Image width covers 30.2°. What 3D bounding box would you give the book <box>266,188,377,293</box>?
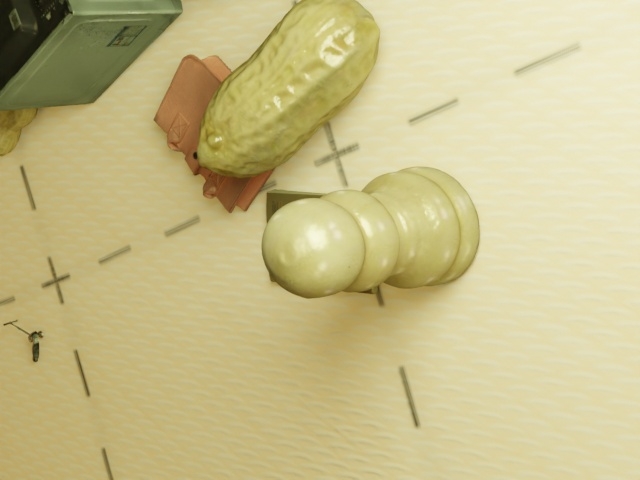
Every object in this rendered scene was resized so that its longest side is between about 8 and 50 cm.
[{"bbox_3d":[0.000,0.000,1.702,0.198,0.016,0.139,6,100,40],"label":"book"}]

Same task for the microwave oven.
[{"bbox_3d":[-0.397,-0.353,1.844,0.295,0.237,0.181,-33,74,43],"label":"microwave oven"}]

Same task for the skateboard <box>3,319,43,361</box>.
[{"bbox_3d":[-0.549,0.182,2.194,0.083,0.032,0.064,28,124,31],"label":"skateboard"}]

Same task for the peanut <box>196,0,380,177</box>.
[{"bbox_3d":[-0.046,-0.201,1.606,0.313,0.152,0.152,-46,67,16],"label":"peanut"}]

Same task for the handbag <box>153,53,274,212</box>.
[{"bbox_3d":[-0.154,-0.162,1.780,0.212,0.059,0.157,50,125,22],"label":"handbag"}]

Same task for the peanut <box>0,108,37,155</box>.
[{"bbox_3d":[-0.549,-0.227,2.094,0.187,0.082,0.082,-48,66,34],"label":"peanut"}]

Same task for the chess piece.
[{"bbox_3d":[0.050,-0.006,1.473,0.167,0.299,0.167,6,99,39],"label":"chess piece"}]
